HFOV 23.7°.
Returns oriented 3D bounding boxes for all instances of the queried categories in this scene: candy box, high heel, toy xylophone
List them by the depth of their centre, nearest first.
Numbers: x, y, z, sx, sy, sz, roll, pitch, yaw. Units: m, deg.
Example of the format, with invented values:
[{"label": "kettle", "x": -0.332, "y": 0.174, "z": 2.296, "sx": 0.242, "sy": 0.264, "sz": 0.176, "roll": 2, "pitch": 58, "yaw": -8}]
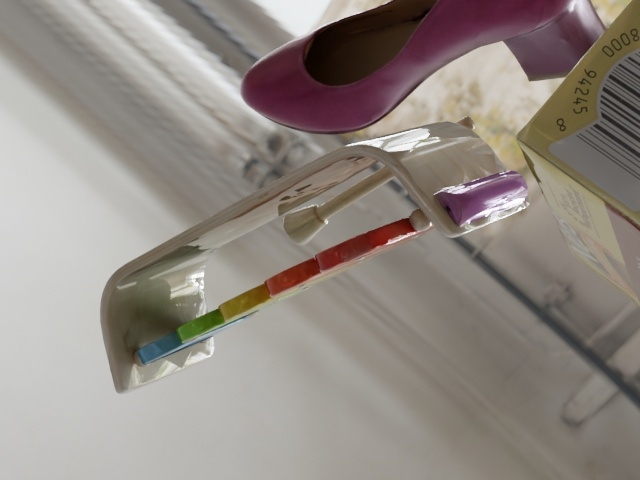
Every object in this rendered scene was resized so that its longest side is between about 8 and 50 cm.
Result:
[{"label": "candy box", "x": 0.238, "y": -0.115, "z": 0.737, "sx": 0.087, "sy": 0.183, "sz": 0.316, "roll": 40, "pitch": -92, "yaw": 23}, {"label": "toy xylophone", "x": 0.000, "y": 0.000, "z": 1.051, "sx": 0.236, "sy": 0.322, "sz": 0.081, "roll": -21, "pitch": -95, "yaw": -48}, {"label": "high heel", "x": 0.059, "y": -0.204, "z": 1.354, "sx": 0.181, "sy": 0.377, "sz": 0.127, "roll": 49, "pitch": -139, "yaw": -43}]
